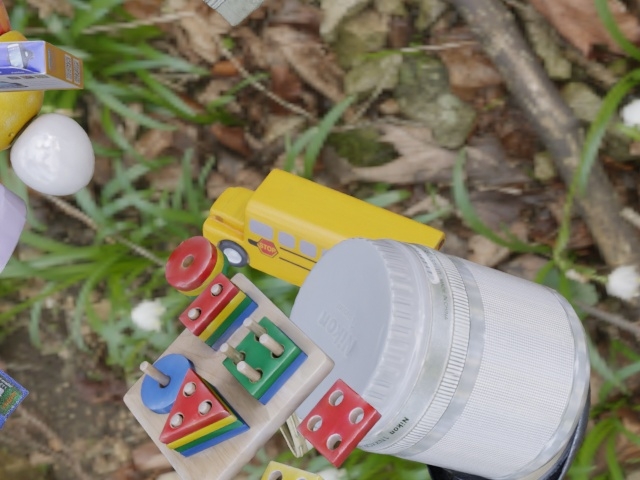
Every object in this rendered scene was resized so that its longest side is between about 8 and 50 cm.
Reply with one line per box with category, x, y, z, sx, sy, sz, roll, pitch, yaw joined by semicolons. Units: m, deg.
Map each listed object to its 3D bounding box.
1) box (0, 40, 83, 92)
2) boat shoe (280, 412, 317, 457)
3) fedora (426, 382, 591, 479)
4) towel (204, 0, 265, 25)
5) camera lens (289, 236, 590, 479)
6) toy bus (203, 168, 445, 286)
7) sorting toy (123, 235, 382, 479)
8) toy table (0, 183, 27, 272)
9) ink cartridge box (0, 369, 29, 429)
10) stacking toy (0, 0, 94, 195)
box;-0.236;-0.133;0.998;0.081;0.136;0.028;-2;89;3
boat shoe;-0.052;0.163;1.410;0.153;0.048;0.056;54;157;-11
fedora;0.191;0.203;1.698;0.334;0.152;0.334;-37;43;45
towel;-0.133;-0.515;1.925;0.324;0.312;0.056;-40;29;22
camera lens;0.127;0.126;1.377;0.219;0.274;0.219;-35;46;47
toy bus;0.000;0.000;1.840;0.333;0.108;0.130;22;139;17
sorting toy;-0.073;0.098;0.927;0.132;0.046;0.274;-47;42;-2
toy table;-0.402;0.019;1.125;0.274;0.161;0.252;-45;32;10
ink cartridge box;-0.490;0.226;1.457;0.186;0.311;0.065;40;152;-3
stacking toy;-0.522;-0.242;1.909;0.480;0.350;0.350;40;131;-7
